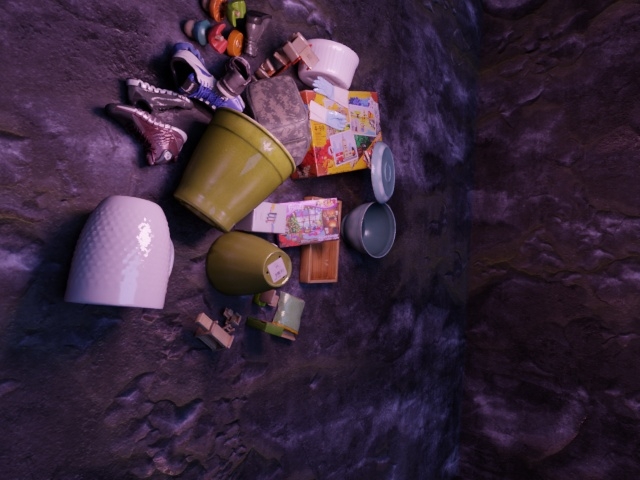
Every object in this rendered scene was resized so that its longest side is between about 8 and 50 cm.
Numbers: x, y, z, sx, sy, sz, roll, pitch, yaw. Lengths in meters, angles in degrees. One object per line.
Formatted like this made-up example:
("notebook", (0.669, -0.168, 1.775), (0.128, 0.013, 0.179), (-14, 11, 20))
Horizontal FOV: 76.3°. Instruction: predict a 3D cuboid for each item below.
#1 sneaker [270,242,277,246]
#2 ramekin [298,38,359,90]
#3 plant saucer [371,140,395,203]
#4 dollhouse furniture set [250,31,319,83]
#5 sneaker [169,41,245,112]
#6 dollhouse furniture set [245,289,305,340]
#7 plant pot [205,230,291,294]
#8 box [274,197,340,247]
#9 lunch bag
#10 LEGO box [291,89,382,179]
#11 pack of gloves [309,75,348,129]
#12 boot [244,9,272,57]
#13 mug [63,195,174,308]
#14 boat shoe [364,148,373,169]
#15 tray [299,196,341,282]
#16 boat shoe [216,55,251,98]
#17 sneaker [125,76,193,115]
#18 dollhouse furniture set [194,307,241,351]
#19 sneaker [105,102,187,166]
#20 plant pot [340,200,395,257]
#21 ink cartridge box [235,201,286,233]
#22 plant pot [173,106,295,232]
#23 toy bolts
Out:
("sneaker", (-0.194, 0.112, 1.815), (0.080, 0.094, 0.212), (-35, 116, -39))
("ramekin", (0.028, -0.791, 1.873), (0.277, 0.277, 0.135), (12, 90, -44))
("plant saucer", (0.321, -0.340, 2.039), (0.317, 0.043, 0.317), (1, 90, -64))
("dollhouse furniture set", (-0.138, -0.741, 1.714), (0.135, 0.259, 0.262), (45, 63, -25))
("sneaker", (-0.432, -0.549, 1.479), (0.315, 0.127, 0.182), (44, 29, -30))
("dollhouse furniture set", (-0.153, 0.333, 1.825), (0.301, 0.151, 0.197), (30, 71, -42))
("plant pot", (-0.257, 0.100, 1.613), (0.275, 0.293, 0.275), (-3, 94, -45))
("box", (-0.061, -0.084, 1.877), (0.293, 0.057, 0.201), (-8, 98, -17))
("lunch bag", (-0.166, -0.472, 1.652), (0.212, 0.305, 0.256), (-16, 151, -9))
("LEGO box", (0.072, -0.517, 1.976), (0.500, 0.193, 0.372), (-19, 106, -43))
("pack of gloves", (0.054, -0.601, 1.787), (0.232, 0.046, 0.195), (6, 89, -44))
("boot", (-0.272, -0.858, 1.696), (0.246, 0.083, 0.161), (-75, -179, -56))
("mug", (-0.601, 0.050, 1.321), (0.374, 0.276, 0.328), (42, 51, -71))
("boat shoe", (0.247, -0.377, 1.997), (0.043, 0.049, 0.137), (-13, 112, 0))
("tray", (0.000, 0.000, 2.017), (0.203, 0.076, 0.411), (3, 91, -45))
("boat shoe", (-0.306, -0.638, 1.551), (0.112, 0.095, 0.335), (43, 27, -29))
("sneaker", (-0.567, -0.483, 1.434), (0.234, 0.078, 0.106), (8, 90, -41))
("dollhouse furniture set", (-0.428, 0.320, 1.622), (0.182, 0.101, 0.161), (54, 32, -31))
("sneaker", (-0.598, -0.343, 1.389), (0.281, 0.106, 0.162), (18, 83, -44))
("plant pot", (0.233, -0.062, 2.156), (0.293, 0.196, 0.293), (-4, 95, -45))
("ink cartridge box", (-0.249, -0.096, 1.726), (0.176, 0.128, 0.127), (6, 88, -45))
("plant pot", (-0.340, -0.230, 1.508), (0.366, 0.366, 0.353), (43, 74, -37))
("toy bolts", (-0.409, -0.809, 1.566), (0.218, 0.158, 0.228), (101, 13, -55))
